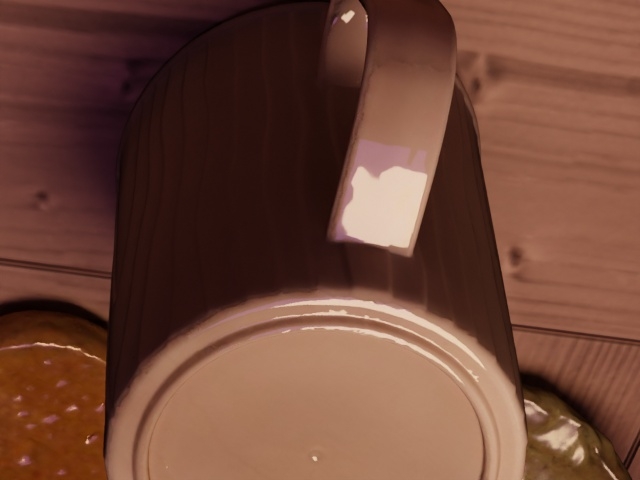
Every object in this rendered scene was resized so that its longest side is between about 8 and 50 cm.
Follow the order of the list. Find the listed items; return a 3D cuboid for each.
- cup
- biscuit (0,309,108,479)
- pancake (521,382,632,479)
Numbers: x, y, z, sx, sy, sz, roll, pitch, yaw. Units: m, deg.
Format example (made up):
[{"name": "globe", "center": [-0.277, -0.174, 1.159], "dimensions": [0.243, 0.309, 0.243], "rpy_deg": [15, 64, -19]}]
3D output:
[{"name": "cup", "center": [0.013, 0.011, 0.995], "dimensions": [0.208, 0.273, 0.288], "rpy_deg": [36, 115, -23]}, {"name": "biscuit", "center": [-0.226, 0.111, 1.173], "dimensions": [0.288, 0.044, 0.202], "rpy_deg": [21, 120, -21]}, {"name": "pancake", "center": [0.090, 0.197, 1.240], "dimensions": [0.241, 0.050, 0.242], "rpy_deg": [0, 96, 0]}]
